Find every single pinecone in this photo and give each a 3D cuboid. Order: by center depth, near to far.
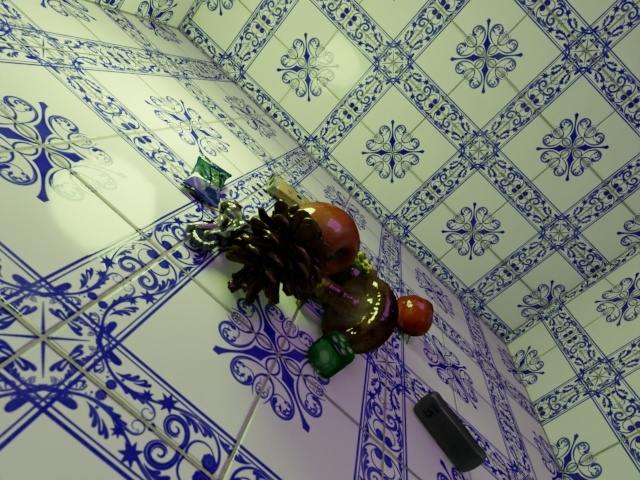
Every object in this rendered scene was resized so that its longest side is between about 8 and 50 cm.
[{"bbox_3d":[-0.166,0.068,1.455,0.384,0.384,0.384,38,22,-18],"label":"pinecone"}]

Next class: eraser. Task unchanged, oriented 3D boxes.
[{"bbox_3d":[-0.179,-0.258,2.404,0.290,0.087,0.171,36,21,-25],"label":"eraser"}]

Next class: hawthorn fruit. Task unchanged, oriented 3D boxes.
[{"bbox_3d":[0.500,0.437,2.257,0.241,0.241,0.272,35,54,-24],"label":"hawthorn fruit"}]

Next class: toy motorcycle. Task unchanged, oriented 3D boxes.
[{"bbox_3d":[-0.376,-0.052,1.597,0.188,0.143,0.326,44,34,23],"label":"toy motorcycle"}]

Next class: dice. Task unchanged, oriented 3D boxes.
[{"bbox_3d":[0.040,0.413,1.503,0.131,0.128,0.120,53,21,22],"label":"dice"}]

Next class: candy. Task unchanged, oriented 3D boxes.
[{"bbox_3d":[-0.499,-0.274,1.848,0.187,0.077,0.331,35,25,-20],"label":"candy"}]

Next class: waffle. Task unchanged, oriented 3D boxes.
[{"bbox_3d":[0.232,0.212,2.109,0.060,0.307,0.312,-15,64,-15],"label":"waffle"}]

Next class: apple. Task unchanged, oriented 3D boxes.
[{"bbox_3d":[0.000,0.000,1.805,0.348,0.349,0.277,18,25,-51],"label":"apple"}]

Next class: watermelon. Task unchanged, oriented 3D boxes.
[{"bbox_3d":[0.128,0.179,1.993,0.187,0.215,0.188,1,49,-1],"label":"watermelon"}]

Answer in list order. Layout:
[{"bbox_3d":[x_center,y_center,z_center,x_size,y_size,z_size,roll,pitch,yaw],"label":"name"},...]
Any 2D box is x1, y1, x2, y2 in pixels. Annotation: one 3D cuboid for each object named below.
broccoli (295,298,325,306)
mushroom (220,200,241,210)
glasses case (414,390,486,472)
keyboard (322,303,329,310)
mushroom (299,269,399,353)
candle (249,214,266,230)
[{"bbox_3d":[-0.036,0.232,1.769,0.204,0.118,0.123,-22,98,-51],"label":"broccoli"},{"bbox_3d":[-0.377,-0.128,1.816,0.129,0.073,0.088,48,-23,-11],"label":"mushroom"},{"bbox_3d":[0.534,0.794,1.723,0.323,0.131,0.074,52,27,17],"label":"glasses case"},{"bbox_3d":[0.054,0.315,1.860,0.106,0.027,0.317,14,37,-55],"label":"keyboard"},{"bbox_3d":[0.137,0.253,1.663,0.331,0.334,0.357,-38,119,-39],"label":"mushroom"},{"bbox_3d":[-0.247,-0.034,1.886,0.192,0.068,0.168,47,20,-7],"label":"candle"}]
